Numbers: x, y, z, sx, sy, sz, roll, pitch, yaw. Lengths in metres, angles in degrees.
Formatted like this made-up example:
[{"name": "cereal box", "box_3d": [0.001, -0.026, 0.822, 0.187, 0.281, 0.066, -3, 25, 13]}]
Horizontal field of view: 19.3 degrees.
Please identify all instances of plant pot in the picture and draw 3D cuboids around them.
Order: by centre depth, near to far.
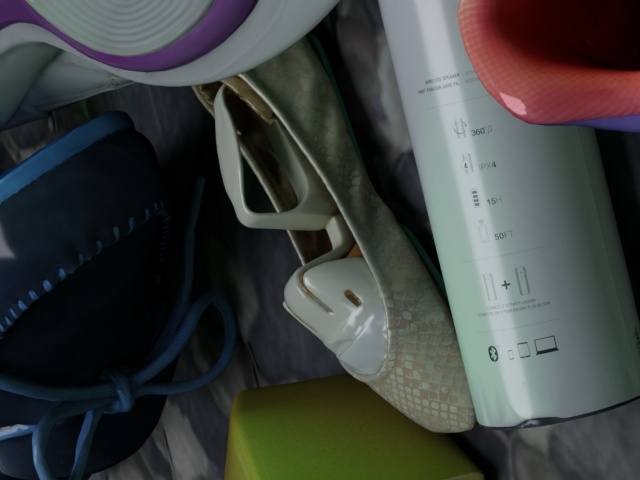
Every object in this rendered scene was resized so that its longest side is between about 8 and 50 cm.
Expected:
[{"name": "plant pot", "box_3d": [0.001, 0.094, 0.687, 0.083, 0.081, 0.081, -123, 32, -48]}]

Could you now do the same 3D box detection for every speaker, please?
[{"name": "speaker", "box_3d": [0.057, -0.016, 0.558, 0.055, 0.055, 0.136, -8, 97, 61]}]

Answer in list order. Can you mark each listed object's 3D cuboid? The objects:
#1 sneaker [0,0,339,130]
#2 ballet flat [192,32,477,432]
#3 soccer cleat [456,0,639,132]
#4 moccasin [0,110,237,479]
[{"name": "sneaker", "box_3d": [-0.067, -0.114, 0.646, 0.305, 0.152, 0.114, -14, 111, 48]}, {"name": "ballet flat", "box_3d": [0.000, 0.000, 0.667, 0.168, 0.052, 0.057, 63, 150, 18]}, {"name": "soccer cleat", "box_3d": [0.133, -0.110, 0.316, 0.109, 0.116, 0.318, 65, 150, 17]}, {"name": "moccasin", "box_3d": [-0.103, 0.042, 0.817, 0.117, 0.137, 0.342, 57, 165, 6]}]
